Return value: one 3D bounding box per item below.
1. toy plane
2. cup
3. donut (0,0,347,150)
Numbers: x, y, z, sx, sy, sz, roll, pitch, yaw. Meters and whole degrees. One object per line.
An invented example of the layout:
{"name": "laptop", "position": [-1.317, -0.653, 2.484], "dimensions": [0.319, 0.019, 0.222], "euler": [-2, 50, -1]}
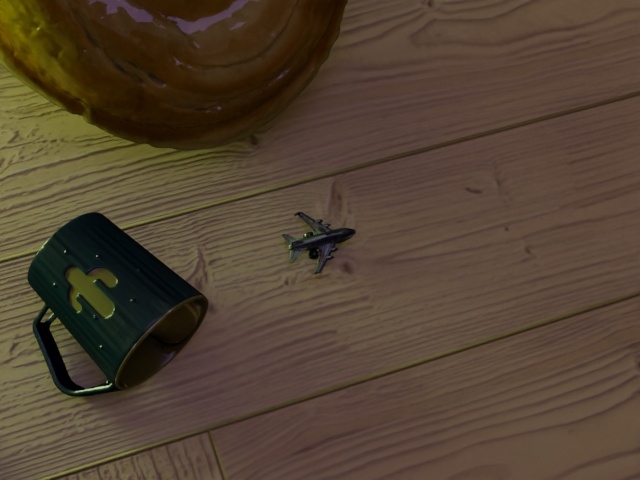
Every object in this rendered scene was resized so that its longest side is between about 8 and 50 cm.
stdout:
{"name": "toy plane", "position": [0.000, 0.000, 1.287], "dimensions": [0.083, 0.031, 0.078], "euler": [-12, 70, -13]}
{"name": "cup", "position": [-0.231, 0.074, 1.181], "dimensions": [0.155, 0.131, 0.176], "euler": [43, 93, 15]}
{"name": "donut", "position": [-0.172, -0.320, 1.238], "dimensions": [0.449, 0.198, 0.448], "euler": [-1, 94, -18]}
